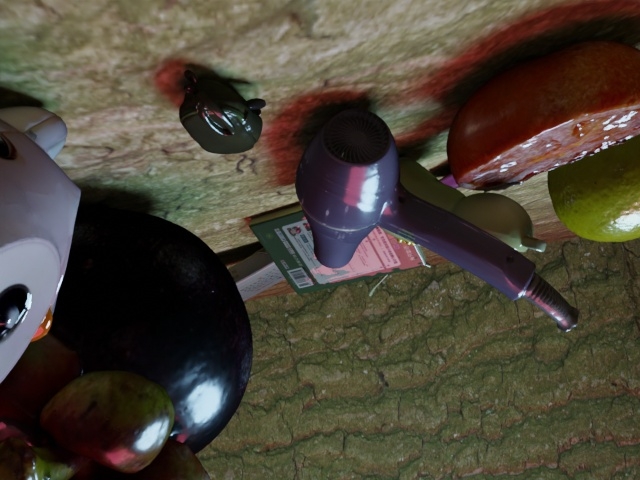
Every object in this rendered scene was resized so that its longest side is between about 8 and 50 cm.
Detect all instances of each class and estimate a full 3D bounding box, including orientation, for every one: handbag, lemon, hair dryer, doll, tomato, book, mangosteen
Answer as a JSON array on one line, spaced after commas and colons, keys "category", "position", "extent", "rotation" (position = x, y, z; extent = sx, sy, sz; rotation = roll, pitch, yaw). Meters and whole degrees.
[{"category": "handbag", "position": [-0.085, -0.108, 0.472], "extent": [0.072, 0.047, 0.111], "rotation": [-8, 171, 11]}, {"category": "lemon", "position": [0.441, -0.094, 0.807], "extent": [0.184, 0.184, 0.248], "rotation": [-9, 159, -14]}, {"category": "hair dryer", "position": [0.131, 0.015, 0.659], "extent": [0.361, 0.121, 0.301], "rotation": [30, 158, 10]}, {"category": "doll", "position": [0.165, -0.032, 0.748], "extent": [0.141, 0.117, 0.296], "rotation": [15, -167, -44]}, {"category": "tomato", "position": [0.243, -0.134, 0.588], "extent": [0.236, 0.095, 0.237], "rotation": [-14, 169, -3]}, {"category": "book", "position": [0.033, 0.004, 0.983], "extent": [0.264, 0.027, 0.202], "rotation": [-15, 129, 21]}, {"category": "mangosteen", "position": [-0.264, 0.158, 0.698], "extent": [0.382, 0.382, 0.435], "rotation": [-9, -153, -16]}]

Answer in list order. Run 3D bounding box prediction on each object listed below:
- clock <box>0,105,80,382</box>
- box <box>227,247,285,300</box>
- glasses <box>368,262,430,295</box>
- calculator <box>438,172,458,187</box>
[{"category": "clock", "position": [-0.343, 0.057, 0.354], "extent": [0.377, 0.250, 0.368], "rotation": [-48, -164, 10]}, {"category": "box", "position": [-0.179, 0.096, 1.319], "extent": [0.365, 0.051, 0.204], "rotation": [-29, 166, 14]}, {"category": "glasses", "position": [0.114, -0.005, 1.060], "extent": [0.239, 0.207, 0.102], "rotation": [-13, -149, 17]}, {"category": "calculator", "position": [0.277, -0.116, 0.928], "extent": [0.190, 0.034, 0.126], "rotation": [-13, 171, -26]}]
